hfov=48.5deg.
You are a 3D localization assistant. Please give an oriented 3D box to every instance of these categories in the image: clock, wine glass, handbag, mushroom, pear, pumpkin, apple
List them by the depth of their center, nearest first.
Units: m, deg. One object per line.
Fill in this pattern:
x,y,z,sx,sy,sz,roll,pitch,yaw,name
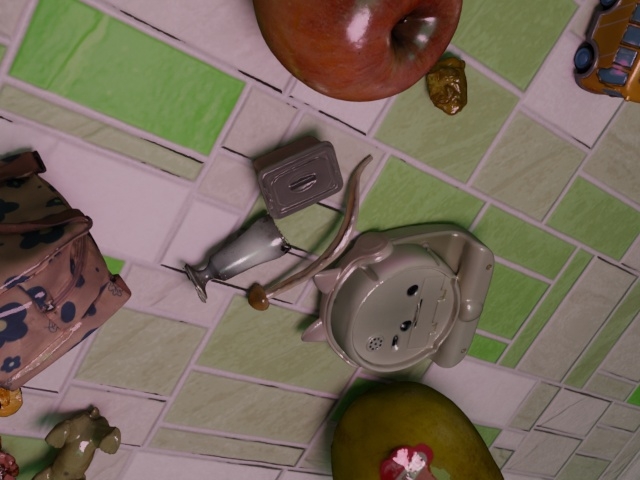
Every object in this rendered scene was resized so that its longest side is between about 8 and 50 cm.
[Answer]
-0.360,0.027,0.845,0.193,0.251,0.190,-36,135,-15,handbag
0.041,-0.300,0.875,0.254,0.253,0.253,-13,123,-20,apple
-0.462,0.214,1.035,0.050,0.028,0.083,-3,111,-28,pumpkin
-0.125,0.027,1.072,0.155,0.072,0.072,-31,128,-7,wine glass
0.000,0.001,1.127,0.068,0.043,0.306,41,96,-19,mushroom
0.128,0.112,1.226,0.324,0.108,0.265,-4,121,-25,clock
0.188,0.426,1.318,0.375,0.287,0.287,30,104,-3,pear

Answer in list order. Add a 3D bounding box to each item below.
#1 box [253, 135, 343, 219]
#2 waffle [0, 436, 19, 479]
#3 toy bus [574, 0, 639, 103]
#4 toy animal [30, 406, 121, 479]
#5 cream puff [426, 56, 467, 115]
-0.036,-0.097,1.045,0.122,0.062,0.089,-25,127,-11,box
-0.567,0.367,1.059,0.221,0.055,0.234,-20,121,-15,waffle
0.516,-0.323,1.147,0.126,0.136,0.209,1,119,-28,toy bus
-0.395,0.351,1.113,0.103,0.101,0.218,29,98,-11,toy animal
0.194,-0.235,1.088,0.058,0.083,0.083,-2,147,26,cream puff
